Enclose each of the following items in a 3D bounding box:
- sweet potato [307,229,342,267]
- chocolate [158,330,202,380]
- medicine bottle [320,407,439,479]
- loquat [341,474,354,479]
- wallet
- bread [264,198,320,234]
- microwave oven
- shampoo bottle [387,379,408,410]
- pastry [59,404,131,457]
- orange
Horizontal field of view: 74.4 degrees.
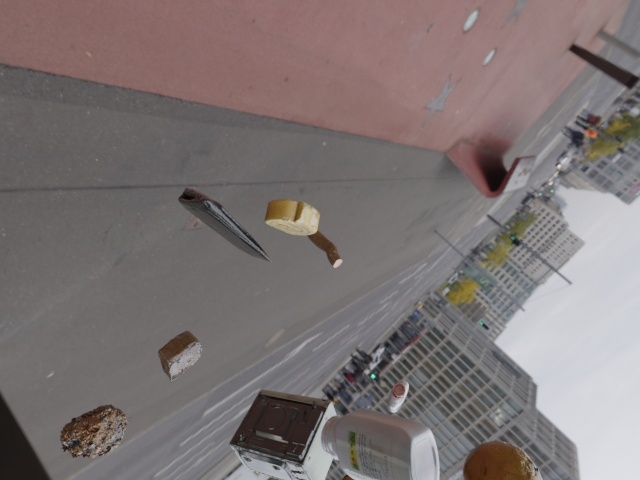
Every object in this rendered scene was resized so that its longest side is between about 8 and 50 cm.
[{"bbox_3d":[0.000,0.000,1.818,0.067,0.281,0.059,-28,148,-21],"label":"sweet potato"},{"bbox_3d":[-0.534,0.432,1.596,0.148,0.093,0.214,-36,165,-33],"label":"chocolate"},{"bbox_3d":[0.143,0.547,1.108,0.124,0.179,0.324,-4,175,-42],"label":"medicine bottle"},{"bbox_3d":[0.169,0.921,1.414,0.276,0.284,0.276,-55,161,-30],"label":"loquat"},{"bbox_3d":[-0.229,-0.034,1.040,0.245,0.169,0.052,46,72,-34],"label":"wallet"},{"bbox_3d":[-0.072,-0.067,1.149,0.149,0.122,0.073,25,68,-47],"label":"bread"},{"bbox_3d":[-0.149,0.869,1.889,0.333,0.394,0.247,-55,133,-47],"label":"microwave oven"},{"bbox_3d":[0.268,0.532,1.453,0.108,0.051,0.221,-53,157,-19],"label":"shampoo bottle"},{"bbox_3d":[-0.931,0.806,1.747,0.275,0.193,0.275,-31,165,-9],"label":"pastry"},{"bbox_3d":[0.635,0.834,1.465,0.264,0.264,0.264,-41,163,-16],"label":"orange"}]
